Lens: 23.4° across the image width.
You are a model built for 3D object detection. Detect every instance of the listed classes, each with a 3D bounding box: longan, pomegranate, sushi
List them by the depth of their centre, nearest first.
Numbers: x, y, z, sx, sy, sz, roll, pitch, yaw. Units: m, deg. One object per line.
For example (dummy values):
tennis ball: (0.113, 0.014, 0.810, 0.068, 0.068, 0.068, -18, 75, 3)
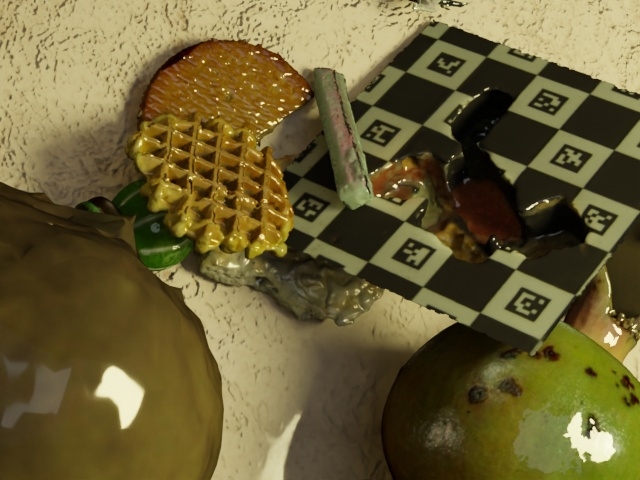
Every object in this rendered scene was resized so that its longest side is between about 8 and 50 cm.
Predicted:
longan: (-0.267, 0.127, 1.240, 0.391, 0.391, 0.391, 6, 75, -21)
pomegranate: (0.230, 0.184, 1.483, 0.323, 0.291, 0.291, -35, 92, -7)
sushi: (0.159, -0.050, 1.550, 0.343, 0.064, 0.359, 24, 55, 29)

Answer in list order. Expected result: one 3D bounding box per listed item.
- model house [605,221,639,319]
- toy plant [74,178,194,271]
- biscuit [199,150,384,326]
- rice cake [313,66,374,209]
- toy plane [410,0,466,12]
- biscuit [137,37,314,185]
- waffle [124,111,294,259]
model house: (0.377, -0.033, 1.627, 0.204, 0.243, 0.211, -11, 81, -24)
toy plant: (-0.183, -0.004, 1.470, 0.162, 0.093, 0.093, -24, 87, -29)
biscuit: (0.000, 0.000, 1.570, 0.265, 0.040, 0.188, -9, 76, -22)
rice cake: (0.022, -0.108, 1.562, 0.207, 0.033, 0.033, -102, 164, -45)
toy plane: (0.133, -0.310, 1.697, 0.234, 0.082, 0.160, 11, 62, -35)
biscuit: (-0.110, -0.139, 1.571, 0.206, 0.025, 0.126, -36, 93, -27)
waffle: (-0.101, -0.056, 1.470, 0.191, 0.038, 0.191, 22, 37, -18)
